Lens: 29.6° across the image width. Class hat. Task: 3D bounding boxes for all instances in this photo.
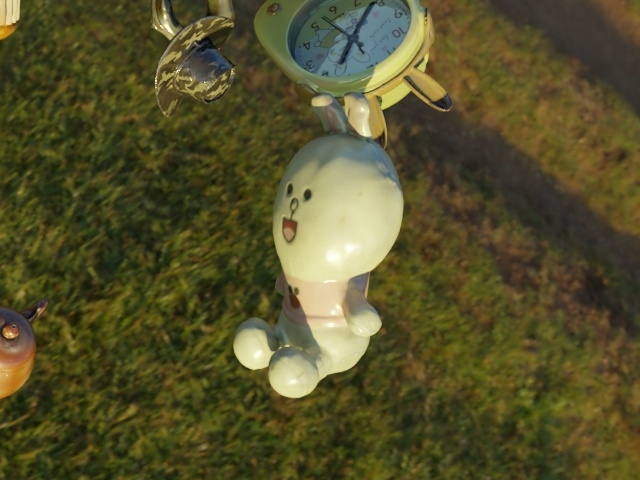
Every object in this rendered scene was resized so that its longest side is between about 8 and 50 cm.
[{"bbox_3d":[-0.111,-0.164,1.163,0.050,0.121,0.121,34,40,10],"label":"hat"}]

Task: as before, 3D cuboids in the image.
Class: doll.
[{"bbox_3d":[0.009,0.006,1.103,0.113,0.155,0.275,15,89,-36],"label":"doll"}]

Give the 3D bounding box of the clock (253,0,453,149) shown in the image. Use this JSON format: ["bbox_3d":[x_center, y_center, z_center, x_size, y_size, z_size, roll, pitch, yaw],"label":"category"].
[{"bbox_3d":[0.041,-0.198,1.268,0.232,0.170,0.069,60,0,36],"label":"clock"}]

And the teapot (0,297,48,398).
[{"bbox_3d":[-0.368,0.121,1.347,0.116,0.116,0.173,54,41,-9],"label":"teapot"}]

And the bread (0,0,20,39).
[{"bbox_3d":[-0.407,-0.262,1.105,0.204,0.288,0.156,-21,126,-61],"label":"bread"}]

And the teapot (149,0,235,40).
[{"bbox_3d":[-0.154,-0.339,1.278,0.183,0.173,0.269,0,93,-38],"label":"teapot"}]
